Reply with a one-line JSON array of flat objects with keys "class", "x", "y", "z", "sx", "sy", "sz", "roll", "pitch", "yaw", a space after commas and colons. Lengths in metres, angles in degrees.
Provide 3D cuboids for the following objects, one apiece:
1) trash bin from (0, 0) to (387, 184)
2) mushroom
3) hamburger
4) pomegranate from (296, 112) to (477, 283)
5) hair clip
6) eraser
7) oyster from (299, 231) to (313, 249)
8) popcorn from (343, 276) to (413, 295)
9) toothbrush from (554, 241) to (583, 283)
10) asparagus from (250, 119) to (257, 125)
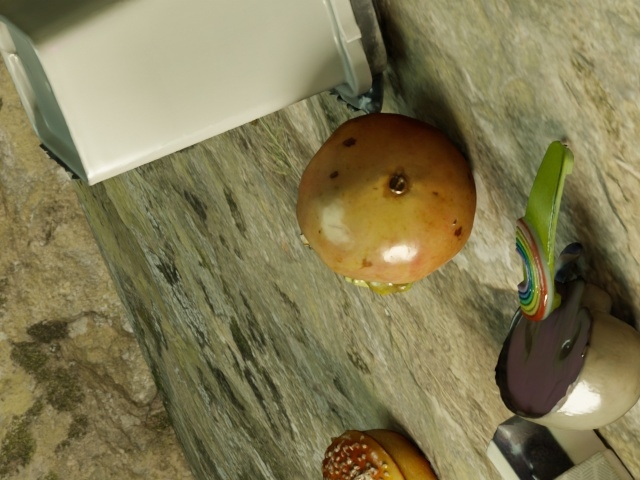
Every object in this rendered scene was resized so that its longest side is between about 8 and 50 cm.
[{"class": "trash bin", "x": -0.135, "y": -0.212, "z": 1.707, "sx": 0.256, "sy": 0.367, "sz": 0.296, "roll": 37, "pitch": 151, "yaw": 52}, {"class": "mushroom", "x": 0.248, "y": 0.120, "z": 1.562, "sx": 0.117, "sy": 0.141, "sz": 0.188, "roll": 30, "pitch": 171, "yaw": -19}, {"class": "hamburger", "x": 0.090, "y": 0.377, "z": 2.356, "sx": 0.237, "sy": 0.147, "sz": 0.237, "roll": 49, "pitch": 156, "yaw": 31}, {"class": "pomegranate", "x": 0.070, "y": -0.039, "z": 1.702, "sx": 0.191, "sy": 0.191, "sz": 0.191, "roll": 53, "pitch": 161, "yaw": 27}, {"class": "hair clip", "x": 0.208, "y": -0.003, "z": 1.514, "sx": 0.060, "sy": 0.033, "sz": 0.188, "roll": -131, "pitch": 40, "yaw": -56}, {"class": "eraser", "x": 0.330, "y": 0.350, "z": 1.712, "sx": 0.404, "sy": 0.096, "sz": 0.098, "roll": 54, "pitch": 162, "yaw": 21}, {"class": "oyster", "x": -0.002, "y": -0.002, "z": 2.226, "sx": 0.093, "sy": 0.034, "sz": 0.051, "roll": 15, "pitch": 148, "yaw": 52}, {"class": "popcorn", "x": 0.063, "y": -0.013, "z": 1.874, "sx": 0.126, "sy": 0.125, "sz": 0.145, "roll": -129, "pitch": 36, "yaw": -63}, {"class": "toothbrush", "x": 0.237, "y": 0.067, "z": 1.665, "sx": 0.027, "sy": 0.021, "sz": 0.269, "roll": 49, "pitch": 159, "yaw": 21}, {"class": "asparagus", "x": -0.097, "y": -0.204, "z": 2.207, "sx": 0.016, "sy": 0.016, "sz": 0.163, "roll": 34, "pitch": 152, "yaw": 20}]
